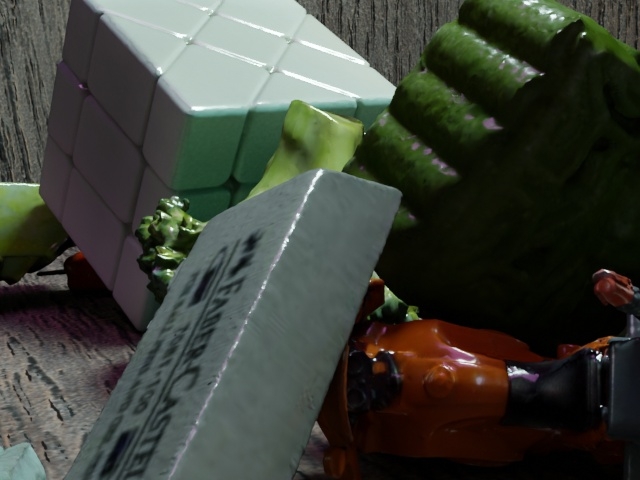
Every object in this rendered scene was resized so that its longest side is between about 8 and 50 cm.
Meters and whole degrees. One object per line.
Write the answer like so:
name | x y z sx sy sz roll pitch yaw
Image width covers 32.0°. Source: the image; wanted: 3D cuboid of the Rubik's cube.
Rubik's cube | -0.135 -0.117 1.414 0.322 0.316 0.319 -10 41 -36

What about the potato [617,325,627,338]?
potato | 0.258 0.036 1.107 0.165 0.165 0.262 1 12 29

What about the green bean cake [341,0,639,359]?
green bean cake | 0.167 -0.040 0.866 0.250 0.247 0.156 28 13 -40

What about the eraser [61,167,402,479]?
eraser | -0.055 0.074 0.664 0.111 0.077 0.352 -25 27 38

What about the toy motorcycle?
toy motorcycle | 0.123 0.100 0.742 0.326 0.147 0.221 -5 -18 33

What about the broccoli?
broccoli | -0.007 0.024 1.107 0.324 0.272 0.334 43 19 19

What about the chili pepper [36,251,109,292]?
chili pepper | -0.290 0.048 1.608 0.272 0.063 0.071 2 21 19

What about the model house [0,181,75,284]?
model house | -0.423 0.007 1.577 0.211 0.170 0.194 -2 -8 -26

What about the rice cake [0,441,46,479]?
rice cake | -0.197 0.168 0.614 0.063 0.069 0.206 -7 5 -2
